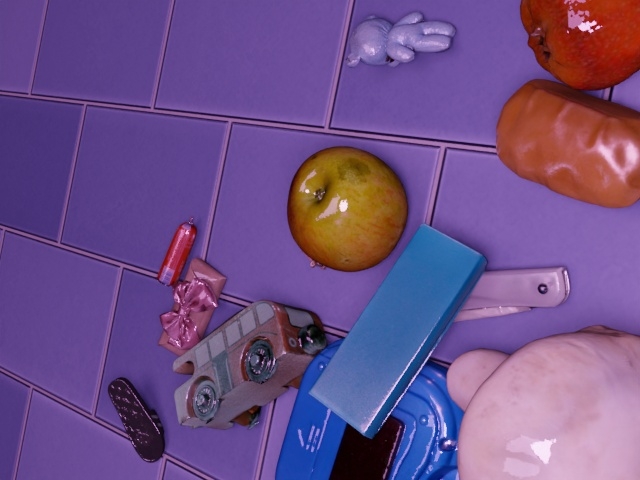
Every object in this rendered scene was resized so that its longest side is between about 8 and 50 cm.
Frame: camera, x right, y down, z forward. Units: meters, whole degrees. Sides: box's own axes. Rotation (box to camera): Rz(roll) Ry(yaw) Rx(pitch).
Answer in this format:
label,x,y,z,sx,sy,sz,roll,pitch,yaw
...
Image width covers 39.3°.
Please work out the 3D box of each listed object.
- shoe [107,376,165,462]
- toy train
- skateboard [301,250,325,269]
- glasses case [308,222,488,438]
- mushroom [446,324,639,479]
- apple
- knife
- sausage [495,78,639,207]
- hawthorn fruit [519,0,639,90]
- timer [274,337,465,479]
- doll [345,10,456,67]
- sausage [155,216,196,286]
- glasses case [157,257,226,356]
label,x,y,z,sx,sy,sz,roll,pitch,yaw
shoe,-0.353,0.348,1.768,0.071,0.049,0.179,-31,87,22
toy train,-0.119,0.212,1.538,0.326,0.129,0.159,-37,56,32
skateboard,0.000,0.000,1.530,0.064,0.032,0.083,46,117,46
glasses case,0.117,0.131,1.286,0.117,0.070,0.301,32,84,36
mushroom,0.282,0.236,1.107,0.336,0.314,0.315,23,100,66
apple,0.038,-0.051,1.399,0.195,0.196,0.196,-7,79,40
knife,0.236,0.080,1.306,0.265,0.040,0.073,-10,82,39
sausage,0.346,-0.129,1.187,0.241,0.120,0.136,26,115,40
hawthorn fruit,0.381,-0.302,1.163,0.225,0.196,0.197,-23,67,7
timer,0.078,0.329,1.360,0.309,0.115,0.340,21,96,38
doll,0.131,-0.315,1.443,0.179,0.075,0.120,9,51,22
sausage,-0.278,0.020,1.757,0.050,0.048,0.145,-114,45,-74
glasses case,-0.248,0.140,1.695,0.102,0.070,0.194,33,106,37
